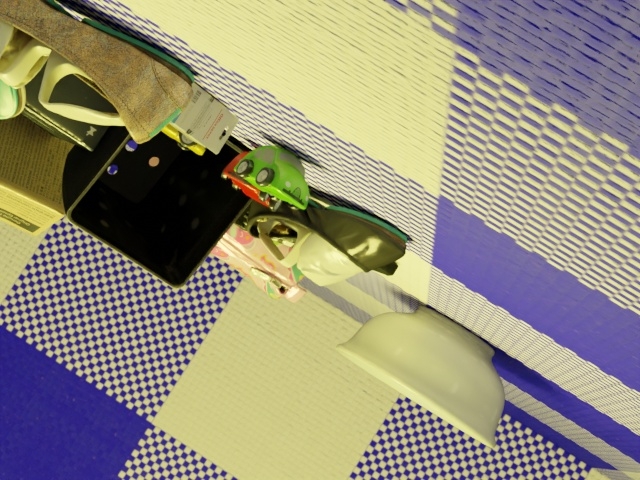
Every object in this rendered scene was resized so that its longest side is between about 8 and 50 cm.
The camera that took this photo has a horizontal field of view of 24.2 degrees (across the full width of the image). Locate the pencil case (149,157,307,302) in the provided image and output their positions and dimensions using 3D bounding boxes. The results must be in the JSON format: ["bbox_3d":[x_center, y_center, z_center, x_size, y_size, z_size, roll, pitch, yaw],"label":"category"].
[{"bbox_3d":[-0.126,-0.030,2.090,0.284,0.124,0.124,38,174,-20],"label":"pencil case"}]

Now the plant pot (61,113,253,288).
[{"bbox_3d":[-0.209,-0.089,1.835,0.187,0.188,0.167,35,-173,-35],"label":"plant pot"}]

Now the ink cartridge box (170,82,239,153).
[{"bbox_3d":[-0.130,-0.132,1.565,0.083,0.048,0.028,37,173,-40],"label":"ink cartridge box"}]

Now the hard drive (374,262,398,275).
[{"bbox_3d":[0.043,0.010,2.042,0.094,0.022,0.135,34,175,-19],"label":"hard drive"}]

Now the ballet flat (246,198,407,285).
[{"bbox_3d":[0.000,0.000,1.781,0.095,0.096,0.280,36,174,-34],"label":"ballet flat"}]

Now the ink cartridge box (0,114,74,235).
[{"bbox_3d":[-0.412,-0.152,1.948,0.193,0.235,0.088,27,144,-29],"label":"ink cartridge box"}]

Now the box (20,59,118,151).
[{"bbox_3d":[-0.334,-0.201,1.820,0.153,0.108,0.207,35,174,-26],"label":"box"}]

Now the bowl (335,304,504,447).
[{"bbox_3d":[0.182,0.195,2.350,0.298,0.134,0.298,33,175,3],"label":"bowl"}]

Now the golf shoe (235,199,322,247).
[{"bbox_3d":[-0.049,-0.024,1.973,0.094,0.077,0.198,36,175,-42],"label":"golf shoe"}]

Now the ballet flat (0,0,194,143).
[{"bbox_3d":[-0.274,-0.194,1.525,0.316,0.106,0.107,30,174,26],"label":"ballet flat"}]

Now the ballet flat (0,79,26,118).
[{"bbox_3d":[-0.389,-0.245,1.631,0.086,0.086,0.248,27,154,46],"label":"ballet flat"}]

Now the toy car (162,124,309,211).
[{"bbox_3d":[-0.077,-0.088,1.650,0.239,0.053,0.225,35,174,-38],"label":"toy car"}]
